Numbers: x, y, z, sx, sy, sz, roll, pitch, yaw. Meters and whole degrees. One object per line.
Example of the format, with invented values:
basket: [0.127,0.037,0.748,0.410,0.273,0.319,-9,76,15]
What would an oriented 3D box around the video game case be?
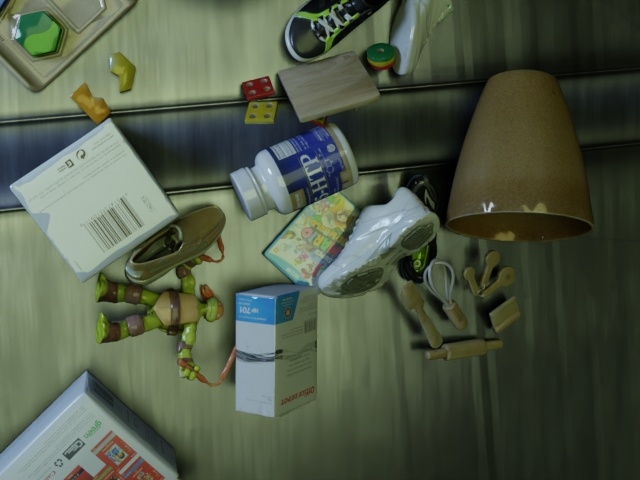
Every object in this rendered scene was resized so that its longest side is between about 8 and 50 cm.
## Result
video game case: [0.000,0.000,1.455,0.119,0.015,0.166,43,85,-13]

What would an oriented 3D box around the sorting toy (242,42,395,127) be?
sorting toy: [0.005,-0.234,1.387,0.275,0.132,0.046,-17,137,-7]

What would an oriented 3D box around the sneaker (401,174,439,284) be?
sneaker: [0.175,-0.017,1.461,0.067,0.078,0.188,2,94,-13]

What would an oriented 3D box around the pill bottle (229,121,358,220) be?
pill bottle: [-0.044,-0.106,1.386,0.187,0.112,0.112,-25,100,-9]

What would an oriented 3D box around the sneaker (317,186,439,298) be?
sneaker: [0.084,0.003,1.430,0.232,0.115,0.090,-38,141,12]

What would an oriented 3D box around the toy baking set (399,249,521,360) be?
toy baking set: [0.238,0.116,1.478,0.256,0.030,0.196,-9,109,-26]

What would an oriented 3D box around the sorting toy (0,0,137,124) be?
sorting toy: [-0.397,-0.342,1.321,0.229,0.041,0.307,-44,102,-6]

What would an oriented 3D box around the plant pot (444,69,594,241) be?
plant pot: [0.331,-0.142,1.430,0.237,0.237,0.254,7,78,-13]

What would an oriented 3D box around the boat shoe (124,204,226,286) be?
boat shoe: [-0.218,-0.001,1.330,0.068,0.072,0.190,41,60,11]

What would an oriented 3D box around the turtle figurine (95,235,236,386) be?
turtle figurine: [-0.244,0.097,1.372,0.218,0.087,0.269,4,79,-22]

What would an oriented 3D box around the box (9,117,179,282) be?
box: [-0.340,-0.063,1.319,0.181,0.119,0.181,-36,101,-7]

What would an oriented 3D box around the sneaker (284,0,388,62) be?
sneaker: [0.039,-0.380,1.388,0.235,0.097,0.084,-41,102,-6]

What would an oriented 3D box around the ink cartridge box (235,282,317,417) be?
ink cartridge box: [-0.068,0.172,1.384,0.082,0.140,0.190,5,96,27]

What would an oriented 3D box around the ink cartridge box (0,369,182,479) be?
ink cartridge box: [-0.380,0.415,1.347,0.309,0.130,0.272,-44,104,-6]

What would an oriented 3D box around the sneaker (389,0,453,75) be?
sneaker: [0.176,-0.375,1.436,0.094,0.080,0.212,8,92,-25]
